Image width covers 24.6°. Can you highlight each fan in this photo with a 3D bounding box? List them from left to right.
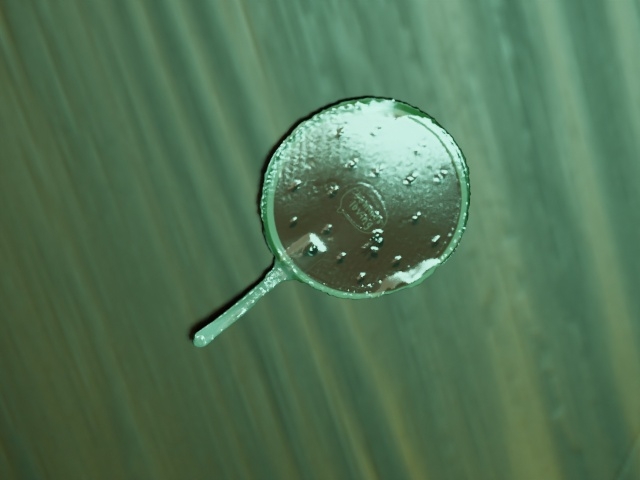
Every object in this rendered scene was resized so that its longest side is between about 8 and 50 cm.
[{"bbox_3d":[0.000,0.000,0.585,0.133,0.005,0.085,-40,109,6],"label":"fan"}]
